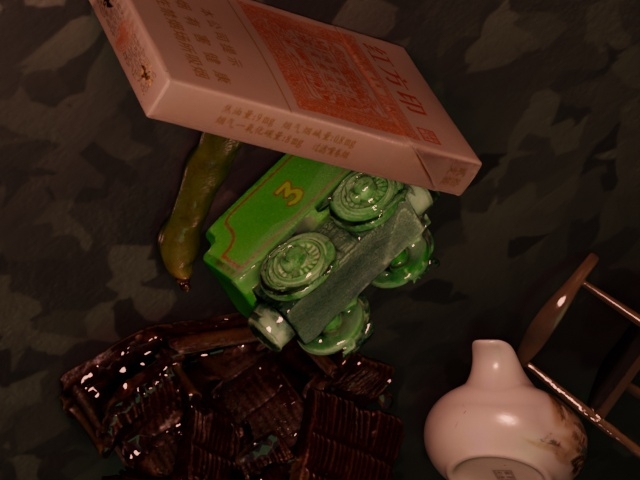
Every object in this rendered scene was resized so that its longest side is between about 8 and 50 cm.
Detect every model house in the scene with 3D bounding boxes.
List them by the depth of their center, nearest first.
[{"bbox_3d":[-0.070,0.230,2.047,0.297,0.282,0.317,-42,136,12],"label":"model house"}]

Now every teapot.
[{"bbox_3d":[0.234,0.247,2.335,0.204,0.139,0.298,-1,145,14],"label":"teapot"}]

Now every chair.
[{"bbox_3d":[0.392,0.142,2.320,0.272,0.166,0.188,33,118,2],"label":"chair"}]

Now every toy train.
[{"bbox_3d":[0.000,0.000,1.918,0.243,0.188,0.132,-45,134,-13],"label":"toy train"}]

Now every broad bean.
[{"bbox_3d":[-0.122,-0.055,1.926,0.052,0.053,0.256,-22,144,-48],"label":"broad bean"}]

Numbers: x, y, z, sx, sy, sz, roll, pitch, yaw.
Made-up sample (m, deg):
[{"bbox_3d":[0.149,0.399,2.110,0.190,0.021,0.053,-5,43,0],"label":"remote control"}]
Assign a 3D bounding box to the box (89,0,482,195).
[{"bbox_3d":[-0.031,-0.153,1.771,0.365,0.204,0.051,13,122,-36],"label":"box"}]
